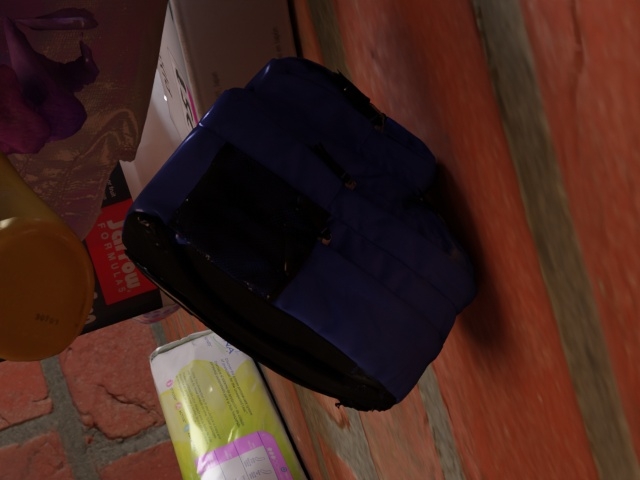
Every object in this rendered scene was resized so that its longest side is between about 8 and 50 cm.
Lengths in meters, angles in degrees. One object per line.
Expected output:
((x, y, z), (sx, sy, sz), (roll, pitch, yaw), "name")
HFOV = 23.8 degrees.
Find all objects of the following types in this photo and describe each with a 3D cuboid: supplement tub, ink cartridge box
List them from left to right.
((-0.203, -0.021, 1.144), (0.191, 0.272, 0.191), (161, 90, -81), "supplement tub")
((-0.078, -0.175, 0.784), (0.239, 0.060, 0.275), (-120, 15, -46), "ink cartridge box")

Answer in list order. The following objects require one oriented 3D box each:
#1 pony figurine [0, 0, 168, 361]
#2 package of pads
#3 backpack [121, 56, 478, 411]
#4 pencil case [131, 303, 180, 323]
((-0.151, -0.119, 0.523), (0.363, 0.302, 0.351), (55, 130, 53), "pony figurine")
((-0.064, 0.249, 1.402), (0.296, 0.101, 0.229), (-119, 14, -47), "package of pads")
((0.000, 0.000, 0.555), (0.120, 0.101, 0.098), (39, 174, -2), "backpack")
((-0.192, -0.001, 1.620), (0.273, 0.113, 0.124), (99, 161, -70), "pencil case")
